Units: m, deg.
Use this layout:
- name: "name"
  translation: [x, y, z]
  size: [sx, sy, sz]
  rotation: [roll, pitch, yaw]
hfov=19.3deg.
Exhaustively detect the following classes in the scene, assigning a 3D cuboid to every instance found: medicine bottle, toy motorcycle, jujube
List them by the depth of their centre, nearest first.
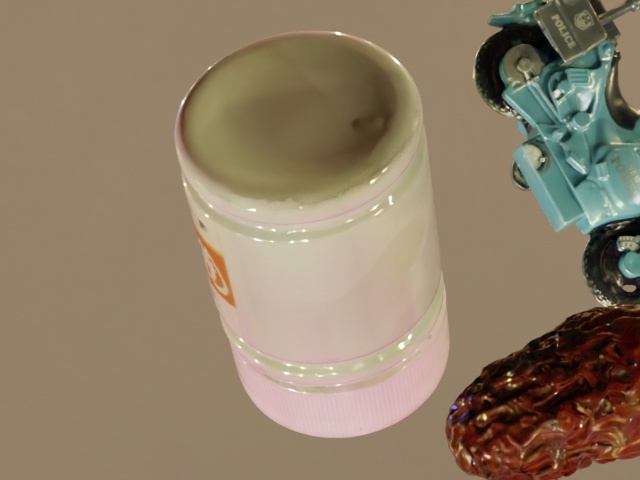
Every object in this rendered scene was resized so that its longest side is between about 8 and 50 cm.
- name: "jujube"
  translation: [0.157, 0.102, 1.173]
  size: [0.166, 0.104, 0.104]
  rotation: [-30, -140, 6]
- name: "toy motorcycle"
  translation: [0.246, -0.087, 1.531]
  size: [0.182, 0.272, 0.123]
  rotation: [-28, 174, -12]
- name: "medicine bottle"
  translation: [0.000, 0.000, 1.592]
  size: [0.202, 0.316, 0.202]
  rotation: [-4, -132, 5]
